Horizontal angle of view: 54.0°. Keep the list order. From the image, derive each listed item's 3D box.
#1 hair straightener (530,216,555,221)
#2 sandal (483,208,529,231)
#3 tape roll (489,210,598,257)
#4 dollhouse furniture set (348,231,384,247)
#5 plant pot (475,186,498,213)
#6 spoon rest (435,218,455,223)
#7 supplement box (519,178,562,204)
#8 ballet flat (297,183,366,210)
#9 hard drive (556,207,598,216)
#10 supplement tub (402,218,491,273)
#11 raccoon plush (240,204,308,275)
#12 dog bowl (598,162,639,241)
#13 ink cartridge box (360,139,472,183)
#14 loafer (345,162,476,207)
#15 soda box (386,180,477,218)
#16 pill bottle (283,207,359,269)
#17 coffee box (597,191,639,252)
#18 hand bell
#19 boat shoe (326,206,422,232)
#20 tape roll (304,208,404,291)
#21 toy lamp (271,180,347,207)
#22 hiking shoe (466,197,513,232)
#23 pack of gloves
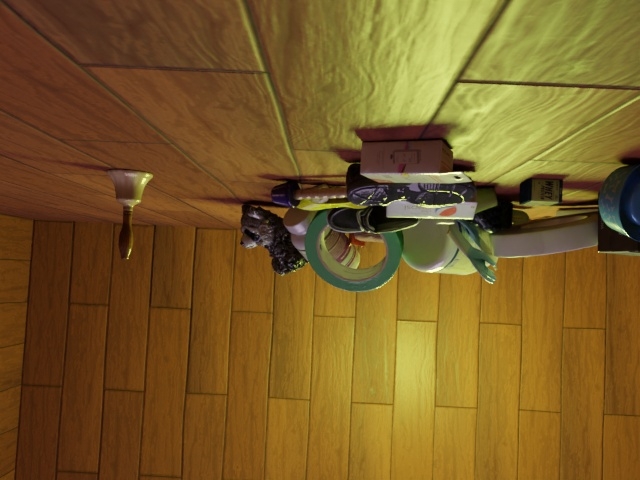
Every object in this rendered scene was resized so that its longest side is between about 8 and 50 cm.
[{"bbox_3d":[0.859,-0.068,2.430,0.089,0.047,0.230,3,172,-13],"label":"hair straightener"},{"bbox_3d":[0.620,-0.075,2.097,0.219,0.090,0.060,1,157,-24],"label":"sandal"},{"bbox_3d":[0.708,-0.022,1.886,0.391,0.072,0.392,-12,-177,1],"label":"tape roll"},{"bbox_3d":[0.281,-0.041,2.330,0.201,0.152,0.374,1,176,33],"label":"dollhouse furniture set"},{"bbox_3d":[0.438,-0.113,1.704,0.079,0.083,0.083,-12,172,18],"label":"plant pot"},{"bbox_3d":[0.330,-0.124,1.680,0.137,0.084,0.276,1,163,12],"label":"spoon rest"},{"bbox_3d":[0.551,-0.119,1.573,0.083,0.056,0.083,3,177,2],"label":"supplement box"},{"bbox_3d":[0.036,-0.131,1.797,0.230,0.077,0.077,0,156,-6],"label":"ballet flat"},{"bbox_3d":[0.975,-0.079,2.072,0.318,0.040,0.210,0,176,42],"label":"hard drive"},{"bbox_3d":[0.443,-0.003,2.137,0.235,0.236,0.324,-1,175,45],"label":"supplement tub"},{"bbox_3d":[-0.109,-0.077,2.434,0.446,0.299,0.216,-38,-165,-32],"label":"raccoon plush"},{"bbox_3d":[0.716,-0.079,1.327,0.297,0.166,0.074,4,-172,-21],"label":"dog bowl"},{"bbox_3d":[0.189,-0.152,1.225,0.198,0.067,0.115,3,177,23],"label":"ink cartridge box"},{"bbox_3d":[0.206,-0.141,1.443,0.302,0.095,0.109,-1,147,-8],"label":"loafer"},{"bbox_3d":[0.269,-0.101,1.535,0.216,0.069,0.074,2,148,6],"label":"soda box"},{"bbox_3d":[0.000,0.000,2.242,0.169,0.169,0.301,0,140,43],"label":"pill bottle"},{"bbox_3d":[0.894,-0.040,1.706,0.297,0.168,0.118,4,176,-31],"label":"coffee box"},{"bbox_3d":[-0.539,-0.069,1.749,0.126,0.242,0.126,3,177,0],"label":"hand bell"},{"bbox_3d":[0.155,-0.081,1.871,0.335,0.121,0.119,-10,-162,29],"label":"boat shoe"},{"bbox_3d":[0.110,0.014,2.061,0.321,0.321,0.077,2,-151,14],"label":"tape roll"},{"bbox_3d":[-0.007,-0.130,1.721,0.274,0.080,0.080,-1,175,24],"label":"toy lamp"},{"bbox_3d":[0.486,-0.075,1.901,0.132,0.113,0.304,0,176,31],"label":"hiking shoe"},{"bbox_3d":[0.488,0.010,1.936,0.046,0.232,0.195,-33,-166,33],"label":"pack of gloves"}]
